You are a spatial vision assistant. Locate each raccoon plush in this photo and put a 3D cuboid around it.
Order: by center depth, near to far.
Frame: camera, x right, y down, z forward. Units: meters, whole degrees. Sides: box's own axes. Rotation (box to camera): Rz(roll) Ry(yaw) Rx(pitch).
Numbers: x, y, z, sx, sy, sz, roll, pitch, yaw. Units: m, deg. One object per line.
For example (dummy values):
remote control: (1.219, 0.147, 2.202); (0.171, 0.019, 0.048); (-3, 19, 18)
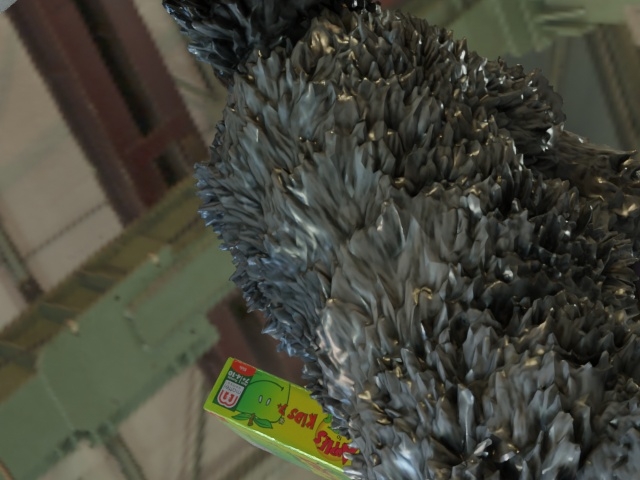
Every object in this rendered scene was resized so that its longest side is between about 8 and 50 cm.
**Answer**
raccoon plush: (0.000, 0.000, 0.735); (0.446, 0.299, 0.216); (36, -72, -11)

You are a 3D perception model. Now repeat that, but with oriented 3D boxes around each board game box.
board game box: (0.016, 0.145, 1.098); (0.043, 0.181, 0.092); (-62, -28, -13)

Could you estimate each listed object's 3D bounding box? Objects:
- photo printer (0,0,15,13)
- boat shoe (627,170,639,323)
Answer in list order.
photo printer: (-0.370, -0.264, 1.479); (0.107, 0.307, 0.256); (58, -155, 4)
boat shoe: (0.286, 0.069, 1.250); (0.103, 0.118, 0.320); (22, -135, -33)
